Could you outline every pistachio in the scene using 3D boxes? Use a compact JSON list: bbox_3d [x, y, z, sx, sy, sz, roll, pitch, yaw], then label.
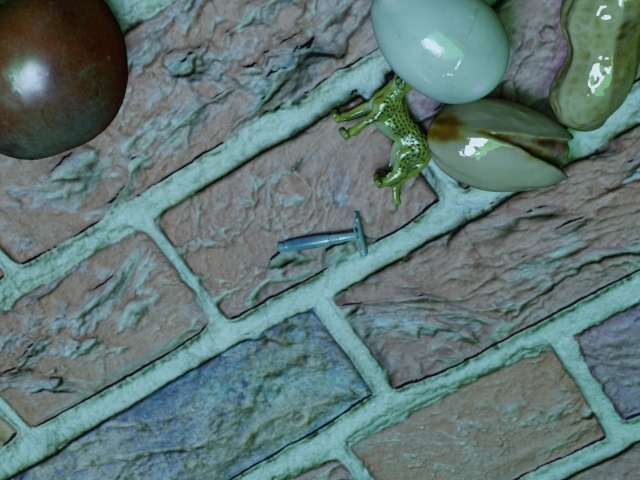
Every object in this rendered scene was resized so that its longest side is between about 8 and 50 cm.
[{"bbox_3d":[0.252,-0.135,1.782,0.215,0.144,0.144,7,120,-10],"label":"pistachio"}]

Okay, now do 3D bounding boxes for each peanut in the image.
[{"bbox_3d":[0.378,-0.270,1.718,0.125,0.111,0.275,10,120,-1],"label":"peanut"}]

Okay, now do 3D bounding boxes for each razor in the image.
[{"bbox_3d":[0.000,0.000,1.926,0.135,0.040,0.068,-8,120,13],"label":"razor"}]

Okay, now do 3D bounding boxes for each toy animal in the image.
[{"bbox_3d":[0.113,-0.150,1.815,0.136,0.073,0.181,-31,113,9],"label":"toy animal"}]

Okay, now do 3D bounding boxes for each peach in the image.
[{"bbox_3d":[-0.381,-0.227,1.678,0.252,0.252,0.252,0,121,0],"label":"peach"}]

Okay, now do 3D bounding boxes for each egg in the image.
[{"bbox_3d":[0.158,-0.272,1.693,0.209,0.151,0.151,34,115,-18],"label":"egg"}]
